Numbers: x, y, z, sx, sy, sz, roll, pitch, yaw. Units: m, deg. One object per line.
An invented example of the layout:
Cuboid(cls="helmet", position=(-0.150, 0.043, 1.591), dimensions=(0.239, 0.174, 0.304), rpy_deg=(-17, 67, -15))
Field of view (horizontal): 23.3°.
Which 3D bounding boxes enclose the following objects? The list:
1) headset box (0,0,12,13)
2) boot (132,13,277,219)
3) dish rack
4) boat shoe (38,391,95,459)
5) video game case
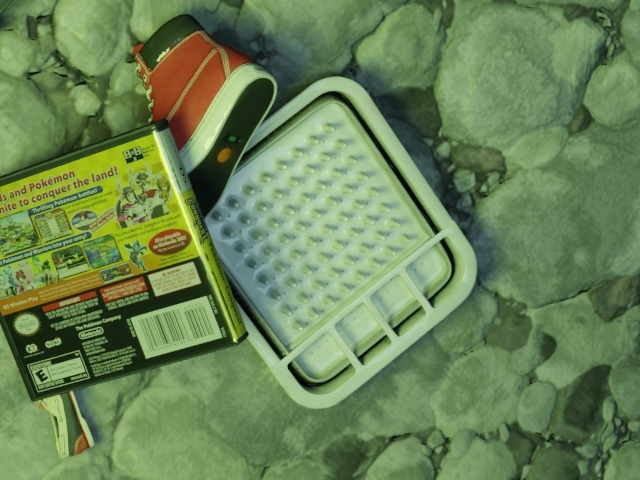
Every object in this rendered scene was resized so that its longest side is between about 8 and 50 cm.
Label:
Cuboid(cls="headset box", position=(-0.451, -0.286, 1.584), dimensions=(0.283, 0.131, 0.246), rpy_deg=(41, 85, -22))
Cuboid(cls="boot", position=(-0.174, -0.122, 1.721), dimensions=(0.244, 0.176, 0.088), rpy_deg=(-57, 148, 8))
Cuboid(cls="dish rack", position=(0.000, 0.000, 1.841), dimensions=(0.285, 0.072, 0.333), rpy_deg=(-38, 111, -8))
Cuboid(cls="boat shoe", position=(-0.301, 0.187, 1.783), dimensions=(0.043, 0.049, 0.137), rpy_deg=(-23, 112, -12))
Cuboid(cls="video game case", position=(-0.240, 0.026, 1.674), dimensions=(0.274, 0.035, 0.248), rpy_deg=(-17, 99, 24))
